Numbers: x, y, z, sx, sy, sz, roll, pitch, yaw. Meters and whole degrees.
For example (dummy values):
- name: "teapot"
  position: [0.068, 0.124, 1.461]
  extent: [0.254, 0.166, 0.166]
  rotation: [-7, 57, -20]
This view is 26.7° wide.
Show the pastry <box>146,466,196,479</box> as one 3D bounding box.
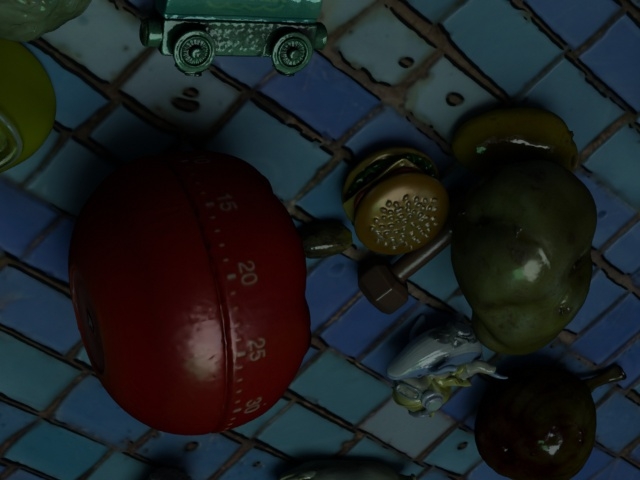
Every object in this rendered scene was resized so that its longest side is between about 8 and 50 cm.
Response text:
- name: "pastry"
  position: [-0.276, 0.463, 2.264]
  extent: [0.102, 0.112, 0.265]
  rotation: [18, 127, -26]

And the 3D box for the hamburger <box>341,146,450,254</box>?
- name: "hamburger"
  position: [0.110, -0.058, 1.975]
  extent: [0.162, 0.115, 0.162]
  rotation: [-10, 130, -12]

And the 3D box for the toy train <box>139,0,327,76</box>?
- name: "toy train"
  position: [-0.105, -0.295, 1.715]
  extent: [0.248, 0.101, 0.159]
  rotation: [-3, 115, -21]

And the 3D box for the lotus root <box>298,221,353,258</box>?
- name: "lotus root"
  position: [0.000, 0.000, 2.021]
  extent: [0.099, 0.054, 0.049]
  rotation: [-10, 141, -14]

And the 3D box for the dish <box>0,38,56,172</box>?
- name: "dish"
  position: [-0.459, -0.136, 1.690]
  extent: [0.262, 0.108, 0.221]
  rotation: [-34, 131, 7]

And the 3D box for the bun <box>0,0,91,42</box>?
- name: "bun"
  position: [-0.347, -0.318, 1.579]
  extent: [0.195, 0.118, 0.195]
  rotation: [-12, 135, -13]

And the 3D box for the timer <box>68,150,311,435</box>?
- name: "timer"
  position: [-0.180, 0.071, 1.789]
  extent: [0.279, 0.378, 0.378]
  rotation: [-13, 132, -22]

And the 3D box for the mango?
- name: "mango"
  position: [0.288, -0.134, 1.999]
  extent: [0.195, 0.098, 0.137]
  rotation: [0, 132, -16]

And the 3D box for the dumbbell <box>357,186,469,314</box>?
- name: "dumbbell"
  position: [0.162, 0.015, 2.080]
  extent: [0.231, 0.092, 0.082]
  rotation: [-39, 104, 13]

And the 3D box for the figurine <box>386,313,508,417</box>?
- name: "figurine"
  position: [0.202, 0.210, 2.231]
  extent: [0.208, 0.128, 0.184]
  rotation: [0, 130, -28]

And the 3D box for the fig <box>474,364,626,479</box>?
- name: "fig"
  position: [0.429, 0.302, 2.378]
  extent: [0.320, 0.217, 0.217]
  rotation: [-20, 137, -36]

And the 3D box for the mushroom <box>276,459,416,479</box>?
- name: "mushroom"
  position: [0.047, 0.431, 2.373]
  extent: [0.278, 0.096, 0.099]
  rotation: [2, 128, -28]

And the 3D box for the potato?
- name: "potato"
  position: [0.295, 0.037, 1.966]
  extent: [0.202, 0.218, 0.351]
  rotation: [7, 142, 17]
